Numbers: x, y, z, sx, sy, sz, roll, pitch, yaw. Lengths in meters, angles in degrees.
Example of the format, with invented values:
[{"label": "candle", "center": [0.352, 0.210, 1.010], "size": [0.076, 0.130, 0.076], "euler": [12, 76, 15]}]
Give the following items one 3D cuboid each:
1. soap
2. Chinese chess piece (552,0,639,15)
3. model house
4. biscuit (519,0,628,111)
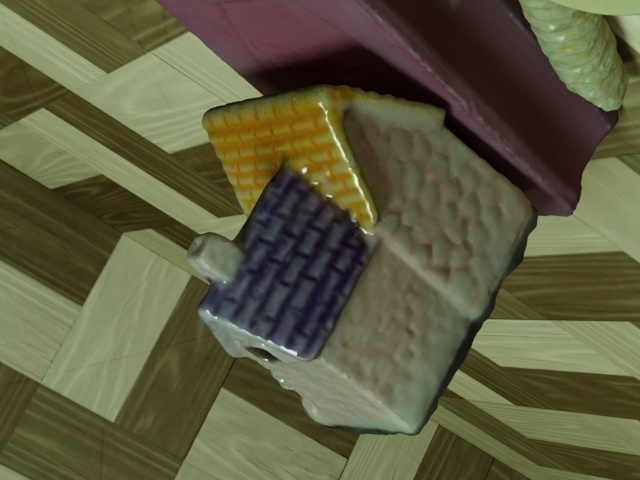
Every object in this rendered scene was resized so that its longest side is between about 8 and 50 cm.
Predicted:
[{"label": "soap", "center": [0.058, -0.161, 1.099], "size": [0.233, 0.128, 0.359], "euler": [6, 155, 47]}, {"label": "Chinese chess piece", "center": [0.129, -0.237, 0.633], "size": [0.273, 0.102, 0.273], "euler": [40, 158, 20]}, {"label": "model house", "center": [0.000, 0.000, 1.060], "size": [0.237, 0.237, 0.202], "euler": [39, 163, -28]}, {"label": "biscuit", "center": [0.183, -0.171, 0.982], "size": [0.055, 0.061, 0.219], "euler": [-27, 146, 13]}]
